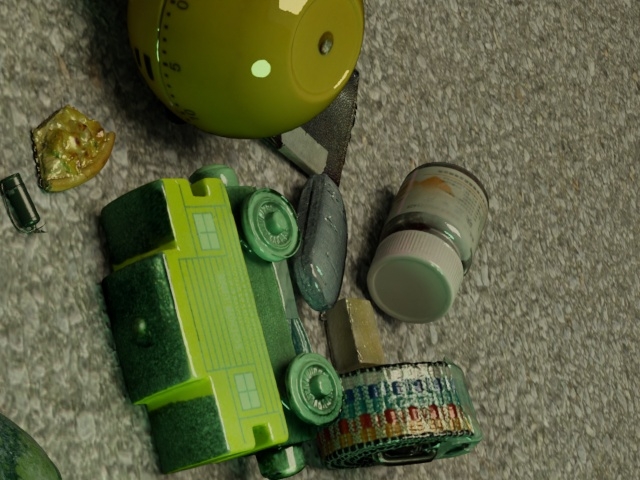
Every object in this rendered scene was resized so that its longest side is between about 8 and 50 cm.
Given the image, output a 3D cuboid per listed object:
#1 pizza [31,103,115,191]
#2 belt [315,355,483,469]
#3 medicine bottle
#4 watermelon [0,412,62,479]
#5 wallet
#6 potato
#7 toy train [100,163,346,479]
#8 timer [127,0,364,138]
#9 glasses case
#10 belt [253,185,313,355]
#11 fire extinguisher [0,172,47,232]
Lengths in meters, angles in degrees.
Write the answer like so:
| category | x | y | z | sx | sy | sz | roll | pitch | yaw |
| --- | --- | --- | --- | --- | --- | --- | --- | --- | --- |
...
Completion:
| category | x | y | z | sx | sy | sz | roll | pitch | yaw |
| --- | --- | --- | --- | --- | --- | --- | --- | --- | --- |
| pizza | -0.328 | -0.124 | 1.809 | 0.099 | 0.036 | 0.160 | 58 | 34 | -13 |
| belt | 0.110 | 0.263 | 2.031 | 0.258 | 0.207 | 0.150 | 2 | 69 | -36 |
| medicine bottle | 0.184 | 0.001 | 2.325 | 0.165 | 0.165 | 0.273 | 52 | 35 | -21 |
| watermelon | -0.390 | 0.242 | 1.420 | 0.256 | 0.176 | 0.260 | 27 | 37 | 10 |
| wallet | -0.029 | -0.238 | 2.275 | 0.221 | 0.071 | 0.262 | 40 | 45 | -41 |
| potato | 0.051 | 0.150 | 2.148 | 0.086 | 0.061 | 0.122 | 9 | 62 | -49 |
| toy train | -0.140 | 0.109 | 1.818 | 0.272 | 0.179 | 0.442 | -4 | 75 | -48 |
| timer | -0.137 | -0.323 | 1.971 | 0.376 | 0.387 | 0.376 | -30 | 132 | -40 |
| glasses case | 0.000 | 0.000 | 2.131 | 0.282 | 0.067 | 0.109 | -84 | 152 | -55 |
| belt | -0.080 | 0.070 | 2.001 | 0.087 | 0.072 | 0.302 | 7 | 64 | -59 |
| fire extinguisher | -0.373 | -0.041 | 1.710 | 0.038 | 0.025 | 0.083 | -27 | 94 | -19 |
